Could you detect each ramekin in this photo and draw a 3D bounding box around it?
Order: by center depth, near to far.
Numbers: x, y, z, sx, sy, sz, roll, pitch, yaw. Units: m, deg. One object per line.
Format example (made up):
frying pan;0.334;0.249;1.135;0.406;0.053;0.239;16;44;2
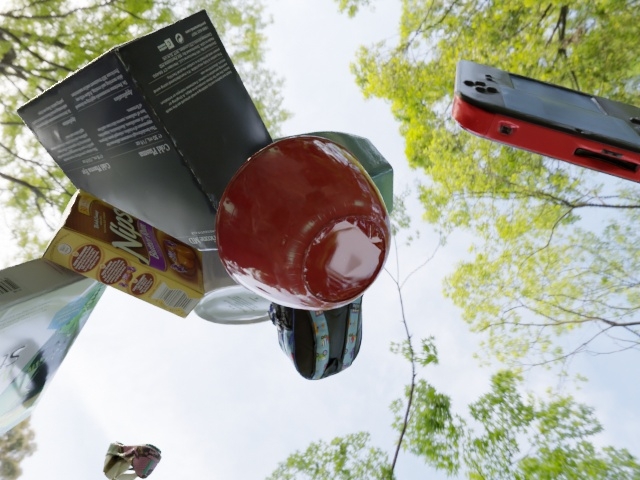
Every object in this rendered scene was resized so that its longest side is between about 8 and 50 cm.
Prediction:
ramekin;-0.171;0.089;1.020;0.273;0.273;0.127;-15;-122;10

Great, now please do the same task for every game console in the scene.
game console;0.433;-0.236;0.851;0.387;0.060;0.342;18;-141;5

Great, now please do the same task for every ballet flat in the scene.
ballet flat;-0.423;0.482;1.011;0.221;0.077;0.079;-21;-153;42

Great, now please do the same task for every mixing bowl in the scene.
mixing bowl;0.000;0.000;0.450;0.181;0.181;0.098;-47;-143;-1

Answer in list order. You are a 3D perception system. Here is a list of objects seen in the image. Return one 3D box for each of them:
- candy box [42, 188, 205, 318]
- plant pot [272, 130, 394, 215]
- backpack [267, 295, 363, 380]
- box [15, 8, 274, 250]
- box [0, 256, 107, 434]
candy box;-0.244;0.018;0.606;0.053;0.187;0.109;-50;-149;15
plant pot;0.038;-0.123;1.139;0.252;0.248;0.247;-21;-132;-11
backpack;-0.005;0.133;0.772;0.117;0.158;0.173;10;-76;51
box;-0.271;-0.152;0.785;0.343;0.312;0.179;-3;-145;39
box;-0.405;0.158;0.573;0.058;0.232;0.322;40;-71;4
